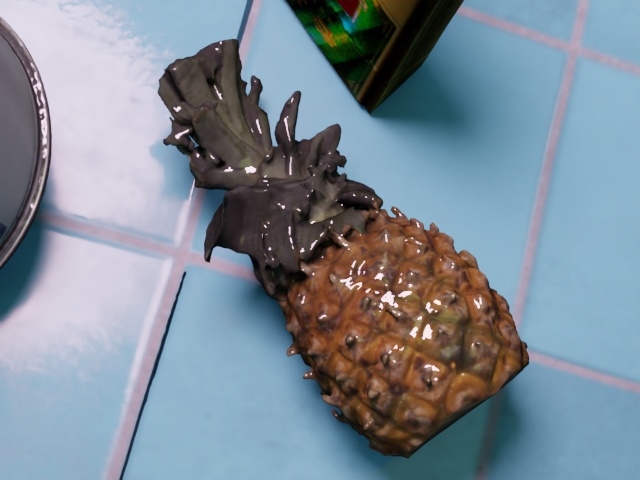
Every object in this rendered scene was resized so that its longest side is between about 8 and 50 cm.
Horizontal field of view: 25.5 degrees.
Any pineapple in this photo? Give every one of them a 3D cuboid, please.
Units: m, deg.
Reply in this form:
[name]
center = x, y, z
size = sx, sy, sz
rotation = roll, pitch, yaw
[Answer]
[pineapple]
center = 0.000, 0.000, 0.967
size = 0.310, 0.141, 0.170
rotation = 51, 38, 9

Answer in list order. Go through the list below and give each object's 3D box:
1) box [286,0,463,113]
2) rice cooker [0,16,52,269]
[box]
center = 0.033, -0.203, 0.973
size = 0.071, 0.240, 0.159
rotation = -36, 84, -16
[rice cooker]
center = -0.307, -0.071, 0.895
size = 0.241, 0.227, 0.281
rotation = 26, 86, 15
